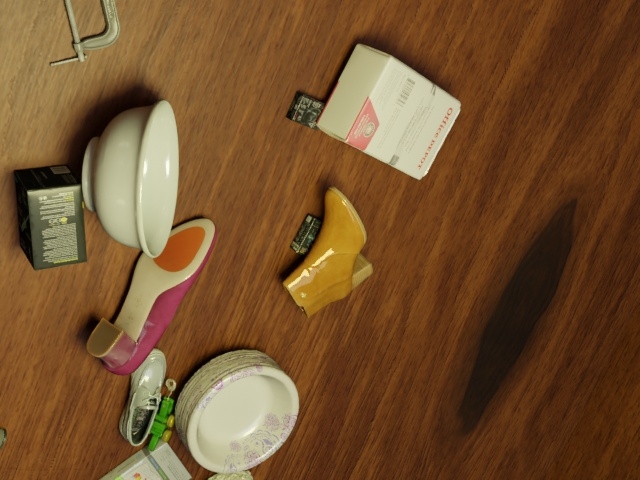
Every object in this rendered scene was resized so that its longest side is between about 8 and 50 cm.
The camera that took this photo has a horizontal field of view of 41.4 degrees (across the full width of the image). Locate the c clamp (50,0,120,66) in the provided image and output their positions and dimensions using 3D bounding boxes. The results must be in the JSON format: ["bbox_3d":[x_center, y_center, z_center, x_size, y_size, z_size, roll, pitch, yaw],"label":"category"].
[{"bbox_3d":[-0.429,-0.401,1.529,0.137,0.022,0.161,-15,121,-27],"label":"c clamp"}]

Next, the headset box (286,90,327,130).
[{"bbox_3d":[-0.025,-0.281,1.849,0.083,0.032,0.062,15,104,-38],"label":"headset box"}]

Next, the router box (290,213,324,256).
[{"bbox_3d":[0.000,0.000,2.001,0.122,0.038,0.092,23,98,-38],"label":"router box"}]

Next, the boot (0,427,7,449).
[{"bbox_3d":[-0.757,0.457,1.698,0.246,0.083,0.161,-49,131,-10],"label":"boot"}]

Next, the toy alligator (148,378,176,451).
[{"bbox_3d":[-0.358,0.399,1.958,0.051,0.056,0.190,-31,141,-73],"label":"toy alligator"}]

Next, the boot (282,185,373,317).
[{"bbox_3d":[0.001,0.038,1.928,0.211,0.104,0.295,-33,131,-15],"label":"boot"}]

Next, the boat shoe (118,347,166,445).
[{"bbox_3d":[-0.388,0.355,1.893,0.079,0.081,0.228,9,108,-36],"label":"boat shoe"}]

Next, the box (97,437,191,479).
[{"bbox_3d":[-0.418,0.568,2.008,0.186,0.038,0.145,-33,127,-14],"label":"box"}]

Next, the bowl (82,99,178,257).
[{"bbox_3d":[-0.361,-0.120,1.589,0.134,0.298,0.298,5,114,1],"label":"bowl"}]

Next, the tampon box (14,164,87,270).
[{"bbox_3d":[-0.507,-0.044,1.591,0.101,0.120,0.161,-10,118,-28],"label":"tampon box"}]

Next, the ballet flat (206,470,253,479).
[{"bbox_3d":[-0.331,0.704,2.073,0.409,0.147,0.147,-34,127,-14],"label":"ballet flat"}]

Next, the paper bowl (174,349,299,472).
[{"bbox_3d":[-0.205,0.388,1.988,0.284,0.148,0.284,-15,121,-27],"label":"paper bowl"}]

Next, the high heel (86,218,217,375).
[{"bbox_3d":[-0.343,0.121,1.821,0.377,0.127,0.181,-47,158,-10],"label":"high heel"}]

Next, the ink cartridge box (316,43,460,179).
[{"bbox_3d":[0.157,-0.281,1.895,0.283,0.117,0.207,20,100,-46],"label":"ink cartridge box"}]
